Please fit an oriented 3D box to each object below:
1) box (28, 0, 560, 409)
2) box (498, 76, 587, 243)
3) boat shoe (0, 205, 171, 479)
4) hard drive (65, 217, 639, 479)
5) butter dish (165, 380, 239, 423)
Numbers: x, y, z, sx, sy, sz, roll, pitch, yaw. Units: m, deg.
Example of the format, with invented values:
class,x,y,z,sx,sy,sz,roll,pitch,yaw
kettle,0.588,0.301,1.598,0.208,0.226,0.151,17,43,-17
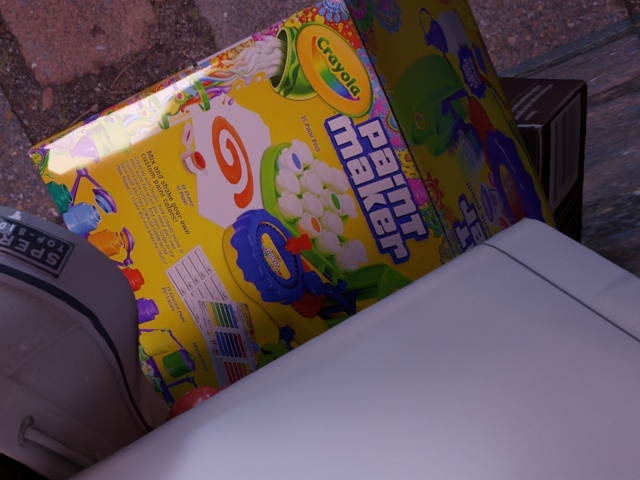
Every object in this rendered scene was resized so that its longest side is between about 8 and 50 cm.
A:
class,x,y,z,sx,sy,sz,roll,pitch,yaw
box,0.000,0.000,0.642,0.279,0.290,0.177,-17,12,34
box,0.111,-0.045,0.775,0.203,0.167,0.168,7,24,27
boat shoe,-0.158,0.143,0.520,0.367,0.135,0.156,99,-170,-59
hard drive,0.029,0.127,0.366,0.353,0.047,0.233,-29,39,-18
butter dish,-0.040,0.128,0.500,0.160,0.118,0.160,-16,34,37
